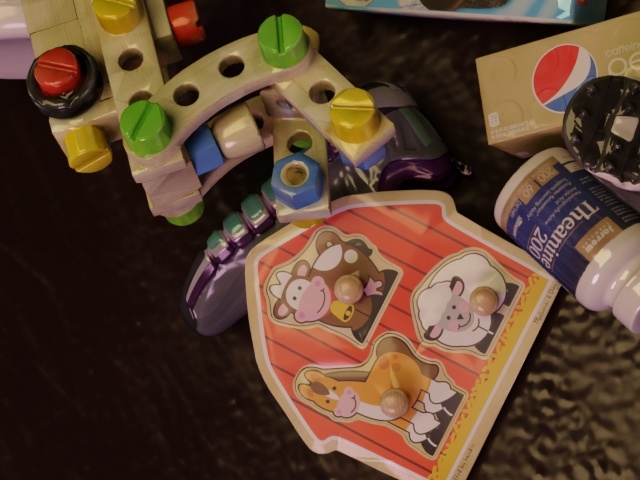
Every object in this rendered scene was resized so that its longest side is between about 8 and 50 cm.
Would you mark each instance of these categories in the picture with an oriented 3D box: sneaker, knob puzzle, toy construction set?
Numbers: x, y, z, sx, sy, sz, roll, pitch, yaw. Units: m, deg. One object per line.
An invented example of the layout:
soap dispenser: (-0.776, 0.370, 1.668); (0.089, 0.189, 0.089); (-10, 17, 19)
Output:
sneaker: (0.256, -0.033, 1.195); (0.234, 0.106, 0.078); (21, 84, 5)
knob puzzle: (0.037, 0.054, 1.290); (0.213, 0.030, 0.213); (0, 93, 9)
toy construction set: (-0.087, -0.144, 1.306); (0.215, 0.151, 0.328); (-18, 47, 2)
sneaker: (0.000, 0.000, 1.336); (0.224, 0.083, 0.098); (-48, 68, 14)

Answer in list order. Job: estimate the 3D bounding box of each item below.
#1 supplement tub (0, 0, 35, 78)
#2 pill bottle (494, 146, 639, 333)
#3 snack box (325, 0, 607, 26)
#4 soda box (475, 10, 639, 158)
supplement tub: (-0.216, -0.230, 1.458); (0.144, 0.144, 0.200); (-7, 79, 29)
pill bottle: (0.171, 0.002, 1.243); (0.120, 0.067, 0.067); (45, 105, 27)
snack box: (0.105, -0.307, 1.304); (0.187, 0.060, 0.322); (7, 97, 31)
soda box: (0.194, -0.105, 1.253); (0.181, 0.058, 0.061); (-14, 75, 28)
